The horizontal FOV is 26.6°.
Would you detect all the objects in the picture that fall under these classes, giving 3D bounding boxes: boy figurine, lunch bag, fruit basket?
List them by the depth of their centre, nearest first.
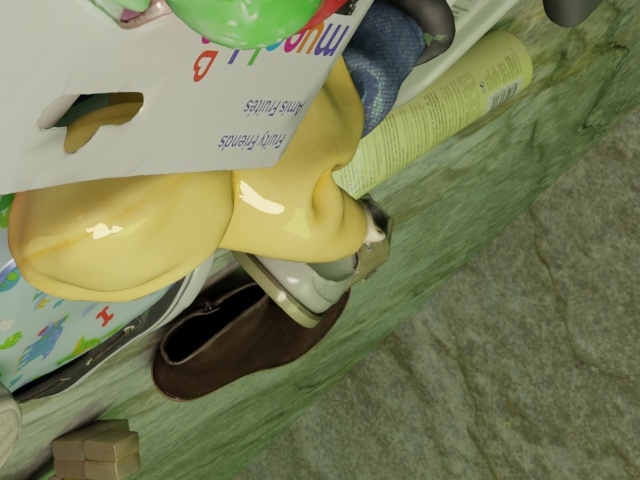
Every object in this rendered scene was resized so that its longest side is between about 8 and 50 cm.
[{"bbox_3d":[0.021,-0.152,0.368,0.353,0.165,0.327,-62,163,14],"label":"fruit basket"},{"bbox_3d":[-0.032,-0.057,0.640,0.092,0.177,0.285,-20,-158,43],"label":"boy figurine"},{"bbox_3d":[-0.141,-0.003,0.753,0.176,0.090,0.219,-32,167,-29],"label":"lunch bag"}]

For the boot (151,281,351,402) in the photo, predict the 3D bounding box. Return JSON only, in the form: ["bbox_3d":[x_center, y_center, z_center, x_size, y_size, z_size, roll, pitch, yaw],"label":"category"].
[{"bbox_3d":[-0.059,0.080,1.378,0.248,0.090,0.207,-32,170,-16],"label":"boot"}]

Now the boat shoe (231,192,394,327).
[{"bbox_3d":[0.000,0.000,1.229,0.103,0.113,0.302,-42,180,9],"label":"boat shoe"}]

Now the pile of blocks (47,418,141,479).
[{"bbox_3d":[-0.280,0.327,1.498,0.362,0.149,0.113,-46,168,29],"label":"pile of blocks"}]

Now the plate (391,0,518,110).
[{"bbox_3d":[0.085,-0.174,0.939,0.278,0.045,0.277,-44,168,19],"label":"plate"}]

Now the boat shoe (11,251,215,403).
[{"bbox_3d":[-0.164,0.046,0.944,0.228,0.080,0.076,-37,174,32],"label":"boat shoe"}]

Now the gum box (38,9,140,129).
[{"bbox_3d":[-0.165,-0.053,0.537,0.188,0.062,0.107,-44,168,25],"label":"gum box"}]

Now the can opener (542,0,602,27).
[{"bbox_3d":[0.134,-0.220,0.724,0.095,0.076,0.283,-49,159,-6],"label":"can opener"}]

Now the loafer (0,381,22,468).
[{"bbox_3d":[-0.301,0.129,0.643,0.319,0.111,0.112,-23,148,-28],"label":"loafer"}]

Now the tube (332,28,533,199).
[{"bbox_3d":[0.081,-0.109,1.167,0.240,0.070,0.062,-34,-178,-28],"label":"tube"}]
